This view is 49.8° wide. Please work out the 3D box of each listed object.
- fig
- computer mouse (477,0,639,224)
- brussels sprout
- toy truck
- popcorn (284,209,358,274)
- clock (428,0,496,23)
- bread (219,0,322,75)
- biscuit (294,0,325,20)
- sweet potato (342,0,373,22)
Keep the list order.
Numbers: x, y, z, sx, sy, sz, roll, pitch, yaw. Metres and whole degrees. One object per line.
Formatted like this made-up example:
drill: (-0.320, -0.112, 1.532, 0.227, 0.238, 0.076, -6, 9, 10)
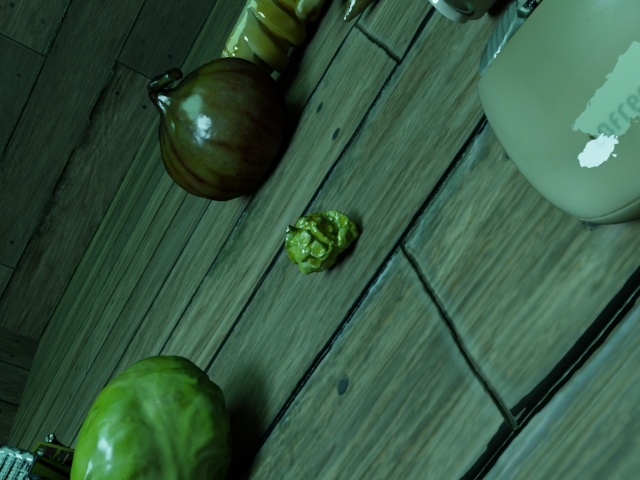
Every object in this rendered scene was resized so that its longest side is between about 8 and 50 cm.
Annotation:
fig: (-0.162, -0.182, 1.108, 0.235, 0.214, 0.235, -170, 90, -89)
computer mouse: (0.167, -0.113, 0.431, 0.145, 0.082, 0.237, -50, 27, 34)
brussels sprout: (-0.181, 0.232, 0.737, 0.223, 0.161, 0.223, -161, 90, -73)
toy truck: (-0.295, 0.305, 0.808, 0.127, 0.257, 0.127, 7, 61, 20)
popcorn: (0.000, -0.002, 0.725, 0.083, 0.068, 0.060, -32, 77, 16)
clock: (0.112, -0.281, 0.635, 0.063, 0.155, 0.229, -46, 31, 37)
bread: (-0.077, -0.393, 1.227, 0.311, 0.121, 0.173, -58, 12, 9)
biscuit: (0.044, -0.438, 1.051, 0.208, 0.047, 0.164, -44, 9, 42)
sweet potato: (0.092, -0.400, 0.954, 0.218, 0.051, 0.065, -56, 9, 21)
